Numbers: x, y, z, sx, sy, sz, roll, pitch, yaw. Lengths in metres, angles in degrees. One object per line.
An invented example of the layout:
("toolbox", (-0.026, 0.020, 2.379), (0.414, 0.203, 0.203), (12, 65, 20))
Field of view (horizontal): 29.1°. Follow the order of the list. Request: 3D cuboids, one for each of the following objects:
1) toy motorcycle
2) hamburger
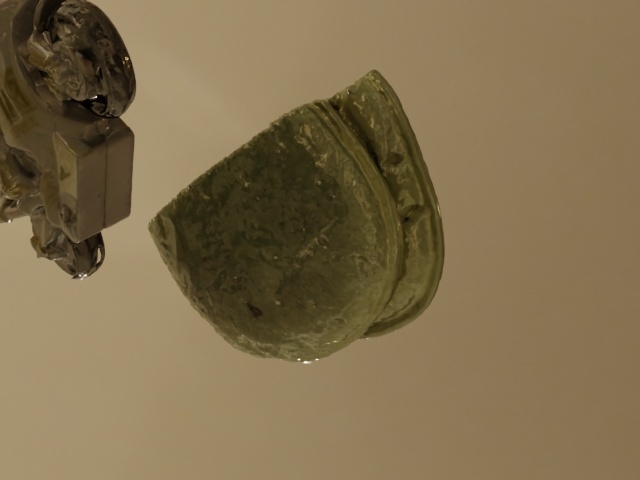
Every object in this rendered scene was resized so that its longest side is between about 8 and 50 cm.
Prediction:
("toy motorcycle", (-0.165, -0.080, 0.717), (0.073, 0.225, 0.152), (-30, -111, -31))
("hamburger", (-0.002, 0.001, 0.454), (0.121, 0.054, 0.084), (-36, -103, 40))
